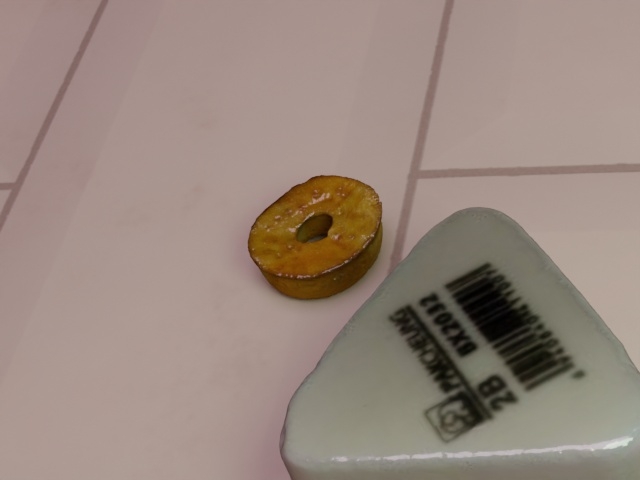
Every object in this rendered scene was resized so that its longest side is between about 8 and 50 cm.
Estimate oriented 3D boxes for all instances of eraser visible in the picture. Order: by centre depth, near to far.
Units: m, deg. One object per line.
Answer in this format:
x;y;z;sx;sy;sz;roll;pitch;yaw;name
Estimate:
0.166;0.149;1.269;0.331;0.150;0.331;-8;46;8;eraser

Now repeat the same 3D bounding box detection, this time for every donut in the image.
0.000;0.000;1.535;0.152;0.058;0.152;-10;44;10;donut
